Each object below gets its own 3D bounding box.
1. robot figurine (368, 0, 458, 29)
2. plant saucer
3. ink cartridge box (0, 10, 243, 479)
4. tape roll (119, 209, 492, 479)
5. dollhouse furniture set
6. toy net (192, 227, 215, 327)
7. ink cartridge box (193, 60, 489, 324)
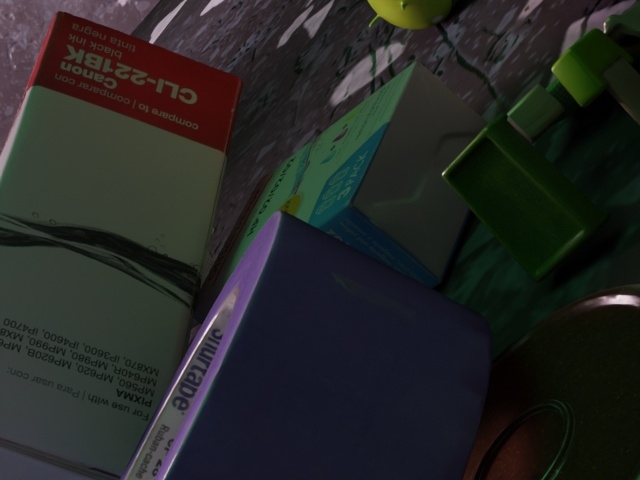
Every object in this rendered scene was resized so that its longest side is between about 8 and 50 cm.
[{"bbox_3d":[0.071,-0.188,0.991,0.115,0.067,0.101,-57,15,-21],"label":"robot figurine"},{"bbox_3d":[0.070,0.074,0.461,0.168,0.029,0.168,-45,16,17],"label":"plant saucer"},{"bbox_3d":[-0.142,0.049,0.794,0.197,0.114,0.273,123,161,-45],"label":"ink cartridge box"},{"bbox_3d":[-0.023,0.090,0.505,0.189,0.080,0.189,-62,6,11],"label":"tape roll"},{"bbox_3d":[0.114,-0.047,0.625,0.076,0.058,0.152,-47,-5,41],"label":"dollhouse furniture set"},{"bbox_3d":[-0.134,0.090,0.982,0.232,0.045,0.122,-51,13,-7],"label":"toy net"},{"bbox_3d":[0.000,0.000,0.765,0.181,0.061,0.104,-35,22,47],"label":"ink cartridge box"}]
